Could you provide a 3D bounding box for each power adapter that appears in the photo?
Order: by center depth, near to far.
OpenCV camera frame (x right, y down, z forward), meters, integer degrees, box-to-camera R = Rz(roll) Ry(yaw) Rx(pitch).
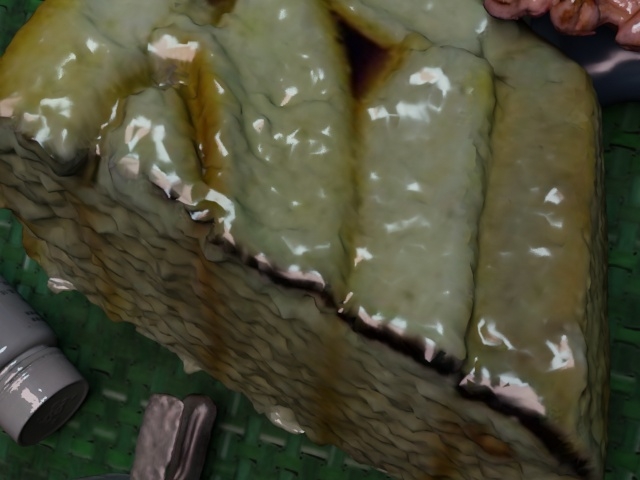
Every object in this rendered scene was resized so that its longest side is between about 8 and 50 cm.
[{"bbox_3d":[-0.111,0.199,0.852,0.125,0.130,0.204,12,90,18],"label":"power adapter"}]

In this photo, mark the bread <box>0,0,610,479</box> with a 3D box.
[{"bbox_3d":[0.030,-0.031,0.760,0.395,0.239,0.264,28,63,8],"label":"bread"}]

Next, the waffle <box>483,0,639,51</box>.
[{"bbox_3d":[0.158,-0.197,0.767,0.221,0.055,0.234,-3,53,-22],"label":"waffle"}]

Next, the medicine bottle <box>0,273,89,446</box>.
[{"bbox_3d":[-0.232,0.079,0.926,0.130,0.080,0.080,44,98,16],"label":"medicine bottle"}]

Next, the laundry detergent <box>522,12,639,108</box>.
[{"bbox_3d":[0.215,-0.127,0.819,0.206,0.061,0.096,2,83,17],"label":"laundry detergent"}]
